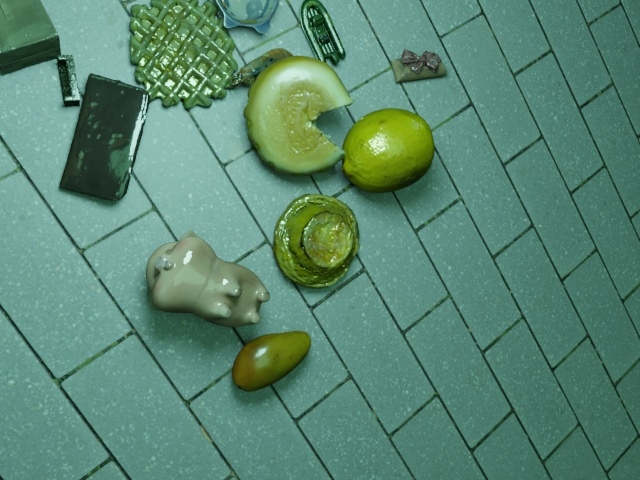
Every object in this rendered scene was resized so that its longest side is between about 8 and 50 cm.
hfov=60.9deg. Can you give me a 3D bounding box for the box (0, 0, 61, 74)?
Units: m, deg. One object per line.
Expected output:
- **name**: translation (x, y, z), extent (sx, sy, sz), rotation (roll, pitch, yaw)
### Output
- **box**: translation (-0.740, -0.544, 1.284), extent (0.149, 0.155, 0.231), rotation (-28, 98, -21)

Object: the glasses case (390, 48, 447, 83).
- **glasses case**: translation (0.329, -0.583, 1.780), extent (0.193, 0.070, 0.102), rotation (-14, 93, -23)

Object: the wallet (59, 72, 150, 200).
- **wallet**: translation (-0.551, -0.263, 1.404), extent (0.165, 0.042, 0.309), rotation (14, 86, -14)

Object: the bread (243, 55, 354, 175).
- **bread**: translation (-0.067, -0.349, 1.539), extent (0.333, 0.160, 0.333), rotation (-3, 110, -8)

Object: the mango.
- **mango**: translation (-0.137, 0.328, 1.540), extent (0.253, 0.113, 0.138), rotation (-26, 101, -22)

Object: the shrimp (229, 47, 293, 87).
- **shrimp**: translation (-0.154, -0.465, 1.568), extent (0.251, 0.052, 0.143), rotation (-31, 113, -29)

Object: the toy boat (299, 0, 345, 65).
- **toy boat**: translation (0.002, -0.631, 1.653), extent (0.104, 0.052, 0.210), rotation (-27, 100, -18)

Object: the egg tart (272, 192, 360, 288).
- **egg tart**: translation (0.000, 0.000, 1.600), extent (0.294, 0.123, 0.294), rotation (0, 90, -22)

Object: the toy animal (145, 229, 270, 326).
- **toy animal**: translation (-0.297, 0.114, 1.430), extent (0.326, 0.269, 0.237), rotation (37, 74, -51)

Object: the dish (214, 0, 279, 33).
- **dish**: translation (-0.235, -0.700, 1.530), extent (0.228, 0.086, 0.236), rotation (-8, 100, -29)

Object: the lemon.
- **lemon**: translation (0.197, -0.266, 1.622), extent (0.284, 0.260, 0.260), rotation (-16, 96, 7)

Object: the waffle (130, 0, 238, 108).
- **waffle**: translation (-0.371, -0.518, 1.492), extent (0.292, 0.056, 0.309), rotation (-10, 91, -22)

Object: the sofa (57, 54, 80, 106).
- **sofa**: translation (-0.637, -0.403, 1.375), extent (0.039, 0.060, 0.118), rotation (-10, 93, -26)
